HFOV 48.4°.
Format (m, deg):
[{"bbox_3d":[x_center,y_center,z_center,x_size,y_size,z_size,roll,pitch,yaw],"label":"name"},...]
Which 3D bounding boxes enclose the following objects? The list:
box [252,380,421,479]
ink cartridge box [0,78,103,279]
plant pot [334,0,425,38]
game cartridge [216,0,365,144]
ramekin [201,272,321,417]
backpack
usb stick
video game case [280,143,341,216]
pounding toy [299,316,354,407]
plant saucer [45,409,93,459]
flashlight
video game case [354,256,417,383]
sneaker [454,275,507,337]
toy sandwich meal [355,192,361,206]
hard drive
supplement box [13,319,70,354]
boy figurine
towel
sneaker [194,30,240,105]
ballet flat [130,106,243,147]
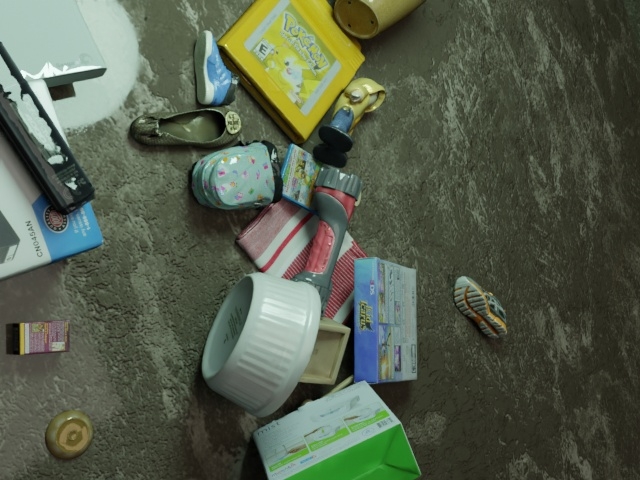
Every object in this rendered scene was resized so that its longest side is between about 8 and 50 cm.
[{"bbox_3d":[0.021,0.408,1.375,0.262,0.231,0.126,-24,103,-10],"label":"box"},{"bbox_3d":[-0.577,-0.055,1.069,0.395,0.166,0.285,-24,97,-39],"label":"ink cartridge box"},{"bbox_3d":[0.142,-0.604,1.679,0.237,0.237,0.254,46,63,-24],"label":"plant pot"},{"bbox_3d":[-0.055,-0.426,1.609,0.285,0.053,0.323,47,59,-24],"label":"game cartridge"},{"bbox_3d":[-0.122,0.185,1.344,0.127,0.273,0.272,25,68,-19],"label":"ramekin"},{"bbox_3d":[-0.168,-0.129,1.438,0.182,0.115,0.151,-14,95,-36],"label":"backpack"},{"bbox_3d":[-0.438,-0.169,1.067,0.077,0.045,0.278,-43,109,-44],"label":"usb stick"},{"bbox_3d":[-0.017,-0.123,1.568,0.166,0.015,0.119,27,70,-33],"label":"video game case"},{"bbox_3d":[-0.017,0.268,1.520,0.181,0.094,0.206,14,94,-37],"label":"pounding toy"},{"bbox_3d":[-0.430,0.336,1.228,0.083,0.015,0.083,6,80,-37],"label":"plant saucer"},{"bbox_3d":[0.000,0.000,1.510,0.103,0.103,0.304,41,67,-69],"label":"flashlight"},{"bbox_3d":[0.151,0.186,1.621,0.244,0.061,0.269,18,70,-62],"label":"video game case"},{"bbox_3d":[0.427,0.166,1.892,0.215,0.084,0.083,50,44,-25],"label":"sneaker"},{"bbox_3d":[0.057,-0.105,1.664,0.086,0.029,0.085,6,80,-37],"label":"toy sandwich meal"},{"bbox_3d":[-0.520,-0.405,1.207,0.203,0.040,0.307,-24,86,-39],"label":"hard drive"},{"bbox_3d":[-0.471,0.164,1.202,0.083,0.043,0.055,2,82,-37],"label":"supplement box"},{"bbox_3d":[0.069,-0.279,1.628,0.092,0.177,0.285,25,43,6],"label":"boy figurine"},{"bbox_3d":[-0.016,0.042,1.583,0.329,0.037,0.237,52,57,-20],"label":"towel"},{"bbox_3d":[-0.211,-0.353,1.471,0.085,0.058,0.152,0,83,-38],"label":"sneaker"},{"bbox_3d":[-0.255,-0.228,1.418,0.250,0.058,0.084,-9,90,-39],"label":"ballet flat"}]
